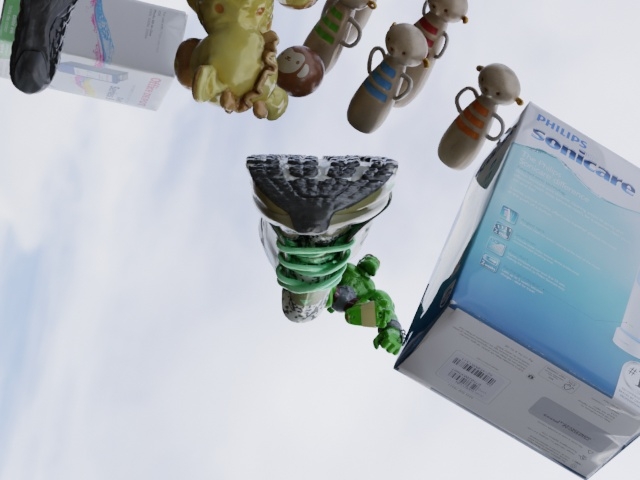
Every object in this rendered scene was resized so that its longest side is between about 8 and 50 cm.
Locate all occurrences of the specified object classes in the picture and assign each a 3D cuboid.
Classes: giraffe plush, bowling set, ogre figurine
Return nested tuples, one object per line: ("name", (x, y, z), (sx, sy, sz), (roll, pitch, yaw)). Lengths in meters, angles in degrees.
("giraffe plush", (-0.083, -0.206, 1.447), (0.210, 0.181, 0.170), (-173, -91, -67))
("bowling set", (0.062, -0.203, 1.530), (0.287, 0.200, 0.154), (48, -55, 24))
("ogre figurine", (0.037, 0.066, 1.999), (0.118, 0.197, 0.096), (-63, 175, -73))

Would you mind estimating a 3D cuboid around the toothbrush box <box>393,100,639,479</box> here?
("toothbrush box", (0.226, 0.042, 1.409), (0.126, 0.216, 0.295), (-54, -172, 48))

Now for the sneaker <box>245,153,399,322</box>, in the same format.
("sneaker", (0.000, 0.000, 1.557), (0.410, 0.158, 0.182), (-74, 165, -87))

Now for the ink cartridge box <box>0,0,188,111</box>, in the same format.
("ink cartridge box", (-0.278, -0.236, 1.767), (0.154, 0.213, 0.093), (147, -48, -72))

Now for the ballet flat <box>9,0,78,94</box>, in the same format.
("ballet flat", (-0.260, -0.221, 1.396), (0.049, 0.058, 0.173), (-121, -131, -64))
